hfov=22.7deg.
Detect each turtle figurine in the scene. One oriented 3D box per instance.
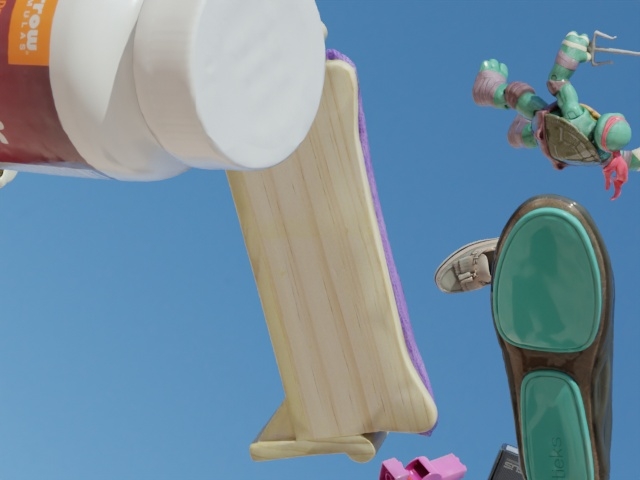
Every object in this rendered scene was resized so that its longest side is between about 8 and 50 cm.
[{"bbox_3d":[0.269,-0.130,1.672,0.234,0.118,0.175,16,-43,53],"label":"turtle figurine"}]

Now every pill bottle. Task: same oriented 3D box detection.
[{"bbox_3d":[-0.115,-0.091,0.786,0.221,0.121,0.121,6,-50,36],"label":"pill bottle"}]

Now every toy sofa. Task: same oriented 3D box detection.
[{"bbox_3d":[0.000,0.000,1.382,0.177,0.150,0.362,-9,-74,20],"label":"toy sofa"}]

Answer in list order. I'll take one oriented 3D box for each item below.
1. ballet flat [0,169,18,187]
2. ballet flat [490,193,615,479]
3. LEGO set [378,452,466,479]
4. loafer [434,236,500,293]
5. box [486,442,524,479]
[{"bbox_3d":[-0.301,-0.048,1.355,0.052,0.168,0.057,15,-44,22],"label":"ballet flat"},{"bbox_3d":[0.184,0.076,1.233,0.095,0.096,0.280,7,-60,21],"label":"ballet flat"},{"bbox_3d":[0.092,0.265,1.227,0.087,0.093,0.227,48,-38,40],"label":"LEGO set"},{"bbox_3d":[0.175,0.021,1.617,0.039,0.125,0.045,-110,177,-71],"label":"loafer"},{"bbox_3d":[0.309,0.391,2.068,0.233,0.183,0.059,22,6,8],"label":"box"}]
